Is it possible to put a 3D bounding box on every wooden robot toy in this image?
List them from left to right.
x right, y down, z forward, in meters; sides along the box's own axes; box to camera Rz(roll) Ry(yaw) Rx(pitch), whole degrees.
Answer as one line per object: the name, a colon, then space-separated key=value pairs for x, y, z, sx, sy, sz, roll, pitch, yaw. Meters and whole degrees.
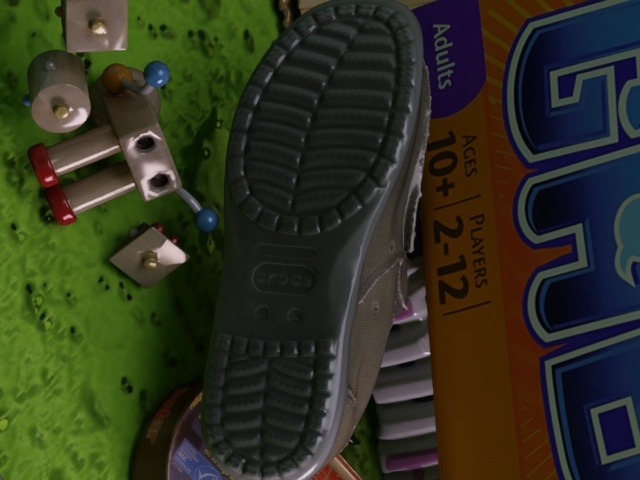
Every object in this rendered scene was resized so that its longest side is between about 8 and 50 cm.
wooden robot toy: x=-0.105 y=-0.061 z=0.754 sx=0.079 sy=0.076 sz=0.173 roll=-109 pitch=-177 yaw=-49

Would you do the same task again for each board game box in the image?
board game box: x=0.292 y=0.048 z=0.844 sx=0.356 sy=0.356 sz=0.356 roll=35 pitch=46 yaw=-51

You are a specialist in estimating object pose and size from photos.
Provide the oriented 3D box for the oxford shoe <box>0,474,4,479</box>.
oxford shoe: x=-0.179 y=0.102 z=0.573 sx=0.146 sy=0.140 sz=0.397 roll=2 pitch=74 yaw=-48

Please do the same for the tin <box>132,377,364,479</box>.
tin: x=-0.025 y=0.149 z=0.817 sx=0.190 sy=0.040 sz=0.106 roll=52 pitch=54 yaw=-28

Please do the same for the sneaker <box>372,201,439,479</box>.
sneaker: x=0.074 y=0.071 z=0.899 sx=0.104 sy=0.095 sz=0.236 roll=-43 pitch=114 yaw=-50

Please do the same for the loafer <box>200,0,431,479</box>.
loafer: x=0.000 y=0.000 z=0.785 sx=0.087 sy=0.094 sz=0.251 roll=35 pitch=69 yaw=-69

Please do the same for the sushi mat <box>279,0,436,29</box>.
sushi mat: x=0.070 y=-0.213 z=0.987 sx=0.316 sy=0.019 sz=0.152 roll=-17 pitch=95 yaw=-47
